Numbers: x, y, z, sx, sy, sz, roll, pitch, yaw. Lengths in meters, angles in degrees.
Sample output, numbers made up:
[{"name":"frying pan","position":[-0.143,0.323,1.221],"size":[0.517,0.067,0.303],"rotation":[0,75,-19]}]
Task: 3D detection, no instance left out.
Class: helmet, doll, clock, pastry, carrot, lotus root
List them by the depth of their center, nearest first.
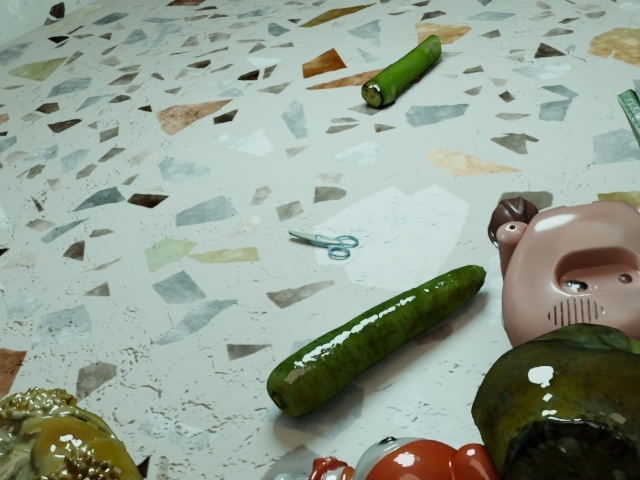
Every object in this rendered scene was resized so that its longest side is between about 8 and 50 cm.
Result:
[{"name":"lotus root","position":[0.264,0.163,0.702],"size":[0.267,0.149,0.260],"rotation":[31,14,34]},{"name":"doll","position":[0.097,0.253,0.738],"size":[0.290,0.161,0.130],"rotation":[-8,63,23]},{"name":"pastry","position":[-0.323,0.277,0.817],"size":[0.255,0.162,0.311],"rotation":[-29,41,-26]},{"name":"clock","position":[0.331,0.073,0.926],"size":[0.227,0.142,0.241],"rotation":[-8,45,14]},{"name":"carrot","position":[0.086,0.115,1.006],"size":[0.358,0.074,0.074],"rotation":[-29,39,-25]},{"name":"helmet","position":[0.298,-0.033,1.160],"size":[0.089,0.057,0.111],"rotation":[-9,35,-1]}]

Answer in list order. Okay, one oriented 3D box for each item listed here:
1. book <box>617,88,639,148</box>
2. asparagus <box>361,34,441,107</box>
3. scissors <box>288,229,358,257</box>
[{"name":"book","position":[0.455,0.003,0.910],"size":[0.043,0.260,0.371],"rotation":[-28,30,21]},{"name":"asparagus","position":[0.183,-0.364,1.647],"size":[0.067,0.060,0.278],"rotation":[-1,32,48]},{"name":"scissors","position":[0.000,0.000,1.232],"size":[0.119,0.014,0.058],"rotation":[13,41,24]}]
